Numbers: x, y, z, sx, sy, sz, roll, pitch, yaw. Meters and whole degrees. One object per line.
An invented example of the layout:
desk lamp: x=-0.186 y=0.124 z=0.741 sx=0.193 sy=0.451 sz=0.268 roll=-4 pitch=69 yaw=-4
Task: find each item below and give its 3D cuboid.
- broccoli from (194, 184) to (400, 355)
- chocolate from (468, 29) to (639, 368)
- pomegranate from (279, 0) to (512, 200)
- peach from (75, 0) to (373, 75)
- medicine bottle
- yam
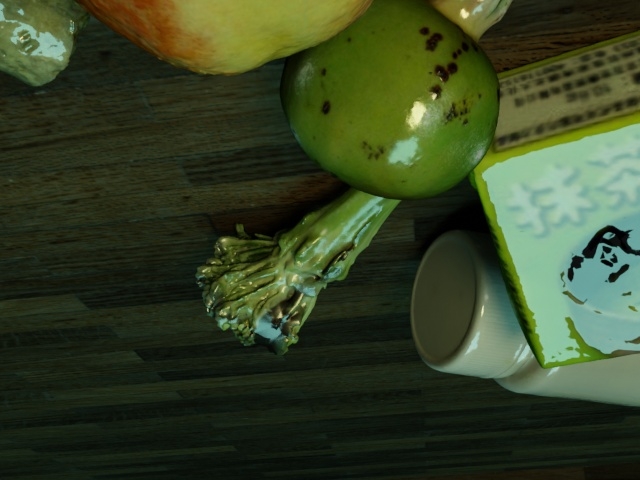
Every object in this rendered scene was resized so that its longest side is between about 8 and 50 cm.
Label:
broccoli: x=-0.005 y=-0.002 z=0.873 sx=0.304 sy=0.165 sz=0.145 roll=-38 pitch=106 yaw=28
chocolate: x=0.298 y=-0.033 z=0.699 sx=0.300 sy=0.137 sz=0.289 roll=-15 pitch=120 yaw=19
pomegranate: x=0.070 y=-0.134 z=0.600 sx=0.180 sy=0.180 sz=0.210 roll=23 pitch=112 yaw=-39
peach: x=-0.049 y=-0.198 z=0.390 sx=0.232 sy=0.232 sz=0.257 roll=-5 pitch=163 yaw=4
medicine bottle: x=0.304 y=0.098 z=0.988 sx=0.339 sy=0.208 sz=0.208 roll=10 pitch=150 yaw=-20
yam: x=-0.251 y=-0.191 z=0.502 sx=0.107 sy=0.107 sz=0.194 roll=-25 pitch=144 yaw=36
